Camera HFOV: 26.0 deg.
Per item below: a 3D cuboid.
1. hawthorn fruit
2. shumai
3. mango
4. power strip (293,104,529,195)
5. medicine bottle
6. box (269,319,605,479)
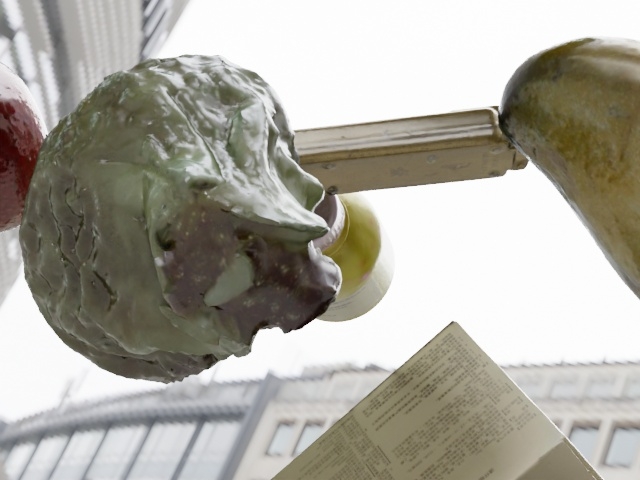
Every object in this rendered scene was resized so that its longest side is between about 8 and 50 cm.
[{"bbox_3d":[-0.326,-0.098,1.260,0.169,0.169,0.188,19,-57,12],"label":"hawthorn fruit"},{"bbox_3d":[-0.100,-0.010,1.000,0.189,0.256,0.218,15,5,-28],"label":"shumai"},{"bbox_3d":[0.290,-0.037,1.048,0.329,0.176,0.175,51,5,10],"label":"mango"},{"bbox_3d":[0.038,-0.072,1.186,0.305,0.044,0.064,-6,-31,1],"label":"power strip"},{"bbox_3d":[0.000,0.000,1.324,0.122,0.122,0.212,17,-12,15],"label":"medicine bottle"},{"bbox_3d":[0.079,0.190,1.019,0.095,0.212,0.168,49,1,-35],"label":"box"}]
